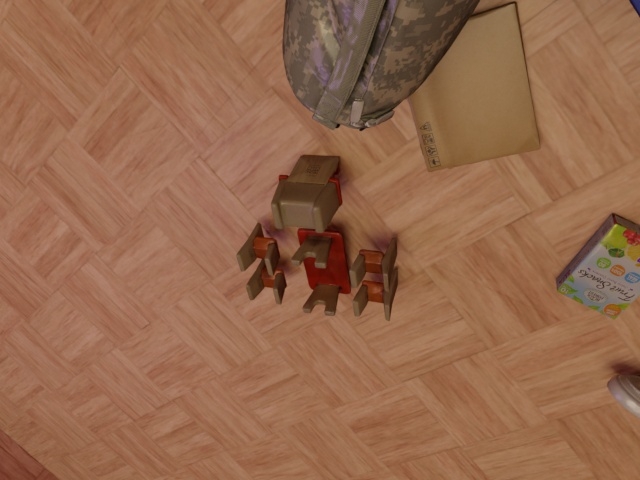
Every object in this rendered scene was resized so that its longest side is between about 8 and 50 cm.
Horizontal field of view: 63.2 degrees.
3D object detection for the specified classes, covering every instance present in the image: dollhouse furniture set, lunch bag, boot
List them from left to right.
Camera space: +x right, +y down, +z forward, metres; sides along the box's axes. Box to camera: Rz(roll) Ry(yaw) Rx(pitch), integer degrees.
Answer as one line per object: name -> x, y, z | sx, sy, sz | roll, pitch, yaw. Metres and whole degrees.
dollhouse furniture set -> 0.000, 0.000, 0.895 | 0.262, 0.135, 0.259 | 6, 133, 18
lunch bag -> 0.070, -0.293, 0.531 | 0.213, 0.255, 0.305 | 21, 148, -3
boot -> 0.604, 0.249, 0.825 | 0.259, 0.095, 0.123 | 22, 120, -3

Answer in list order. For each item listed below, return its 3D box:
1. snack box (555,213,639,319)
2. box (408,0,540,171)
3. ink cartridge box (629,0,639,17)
snack box -> 0.441, 0.042, 0.782 | 0.100, 0.037, 0.141 | 28, 126, 4
box -> 0.207, -0.204, 0.731 | 0.165, 0.021, 0.201 | -9, 116, 25
ink cartridge box -> 0.271, -0.312, 0.429 | 0.311, 0.186, 0.065 | 50, 152, -8
